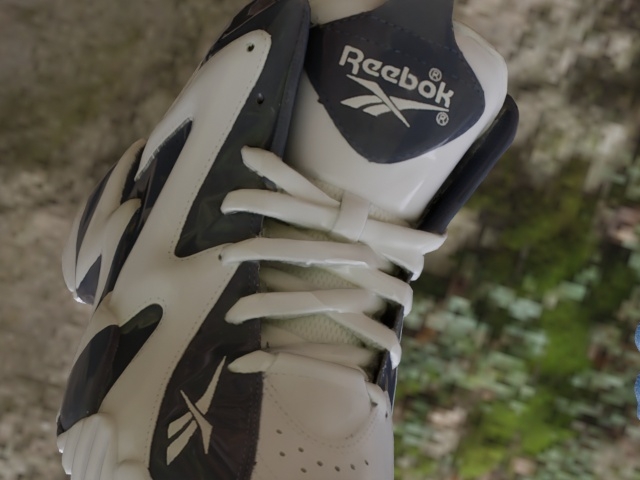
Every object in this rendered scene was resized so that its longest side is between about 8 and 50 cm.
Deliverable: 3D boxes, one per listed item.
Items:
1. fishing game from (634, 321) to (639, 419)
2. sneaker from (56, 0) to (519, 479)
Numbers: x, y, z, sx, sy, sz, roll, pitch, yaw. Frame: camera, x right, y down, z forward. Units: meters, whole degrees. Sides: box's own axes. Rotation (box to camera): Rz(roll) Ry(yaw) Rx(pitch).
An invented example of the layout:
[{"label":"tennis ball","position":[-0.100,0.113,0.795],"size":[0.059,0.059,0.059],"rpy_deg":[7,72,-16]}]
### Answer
[{"label":"fishing game","position":[0.196,0.064,0.736],"size":[0.041,0.264,0.189],"rpy_deg":[-13,-169,-32]},{"label":"sneaker","position":[0.000,0.000,0.540],"size":[0.094,0.153,0.235],"rpy_deg":[26,-160,-18]}]
